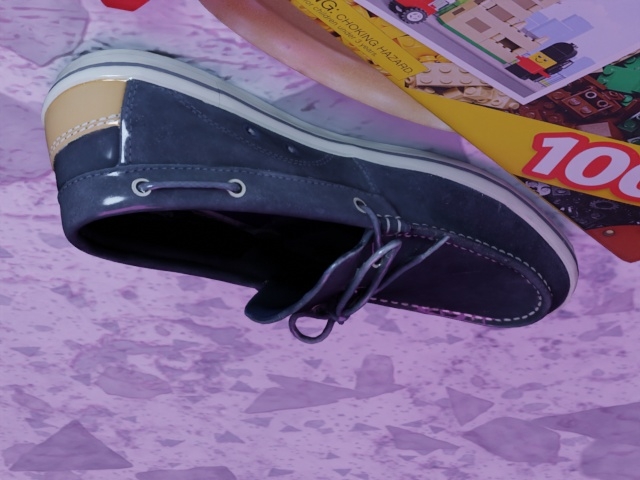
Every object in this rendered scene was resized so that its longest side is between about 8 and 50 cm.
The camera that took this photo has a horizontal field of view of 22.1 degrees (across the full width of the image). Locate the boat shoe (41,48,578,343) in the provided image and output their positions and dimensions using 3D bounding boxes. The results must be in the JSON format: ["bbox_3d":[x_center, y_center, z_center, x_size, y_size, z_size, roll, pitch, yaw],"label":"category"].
[{"bbox_3d":[0.000,0.000,1.345,0.500,0.156,0.187,20,145,-29],"label":"boat shoe"}]

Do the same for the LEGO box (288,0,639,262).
[{"bbox_3d":[0.199,-0.212,0.906,0.373,0.193,0.500,-20,143,36],"label":"LEGO box"}]

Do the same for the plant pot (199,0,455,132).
[{"bbox_3d":[0.022,-0.140,1.124,0.236,0.032,0.236,25,174,3],"label":"plant pot"}]

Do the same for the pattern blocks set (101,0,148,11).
[{"bbox_3d":[-0.233,-0.261,1.031,0.286,0.026,0.325,4,151,-3],"label":"pattern blocks set"}]
